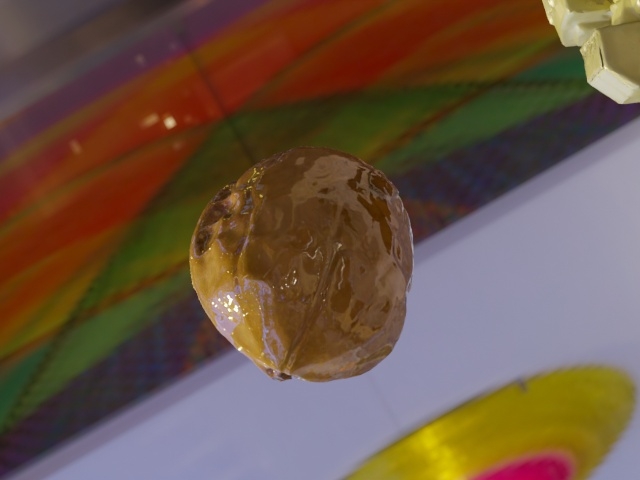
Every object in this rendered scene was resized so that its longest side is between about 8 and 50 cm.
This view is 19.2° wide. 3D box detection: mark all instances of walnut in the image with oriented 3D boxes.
[{"bbox_3d":[0.000,0.000,0.738,0.091,0.052,0.121,25,-145,-8],"label":"walnut"}]

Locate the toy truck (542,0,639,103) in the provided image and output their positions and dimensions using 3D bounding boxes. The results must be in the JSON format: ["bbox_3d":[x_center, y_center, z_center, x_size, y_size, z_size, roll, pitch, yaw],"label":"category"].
[{"bbox_3d":[0.227,-0.144,0.891,0.124,0.272,0.157,128,134,-69],"label":"toy truck"}]
